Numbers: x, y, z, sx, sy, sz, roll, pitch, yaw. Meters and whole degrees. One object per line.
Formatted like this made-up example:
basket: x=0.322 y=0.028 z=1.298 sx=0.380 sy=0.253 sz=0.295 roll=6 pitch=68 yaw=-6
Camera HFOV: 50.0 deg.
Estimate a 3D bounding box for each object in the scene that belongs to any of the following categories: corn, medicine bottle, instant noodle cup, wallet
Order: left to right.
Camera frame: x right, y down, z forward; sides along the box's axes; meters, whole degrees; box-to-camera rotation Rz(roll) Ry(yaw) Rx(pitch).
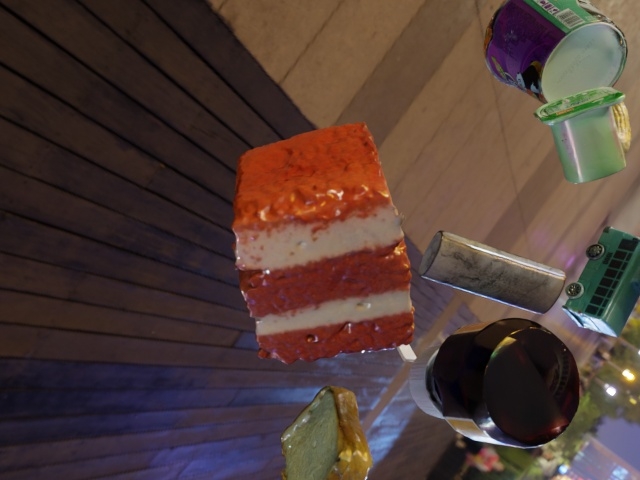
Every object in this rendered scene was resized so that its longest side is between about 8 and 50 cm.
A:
wallet: x=0.196 y=0.251 z=1.613 sx=0.044 sy=0.083 sz=0.011 roll=12 pitch=125 yaw=-35
medicine bottle: x=0.322 y=0.279 z=1.398 sx=0.242 sy=0.242 sz=0.395 roll=-46 pitch=-173 yaw=-16
instant noodle cup: x=0.490 y=-0.393 z=1.412 sx=0.251 sy=0.190 sz=0.251 roll=-10 pitch=130 yaw=-12
corn: x=0.661 y=-0.263 z=1.565 sx=0.288 sy=0.087 sz=0.086 roll=-61 pitch=172 yaw=-55

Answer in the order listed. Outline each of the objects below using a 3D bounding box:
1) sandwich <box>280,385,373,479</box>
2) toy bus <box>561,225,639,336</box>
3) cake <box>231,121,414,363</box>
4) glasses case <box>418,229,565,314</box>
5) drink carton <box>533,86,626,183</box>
sandwich: x=0.006 y=0.435 z=1.398 sx=0.226 sy=0.087 sz=0.251 roll=-57 pitch=-160 yaw=18
toy bus: x=0.745 y=0.104 z=1.753 sx=0.128 sy=0.147 sz=0.256 roll=39 pitch=79 yaw=-39
cake: x=0.000 y=0.000 z=1.141 sx=0.270 sy=0.269 sz=0.319 roll=-10 pitch=125 yaw=1
glasses case: x=0.364 y=0.070 z=1.452 sx=0.060 sy=0.299 sz=0.114 roll=-96 pitch=-153 yaw=-60
drink carton: x=0.490 y=-0.192 z=1.271 sx=0.146 sy=0.142 sz=0.144 roll=-19 pitch=-162 yaw=14
